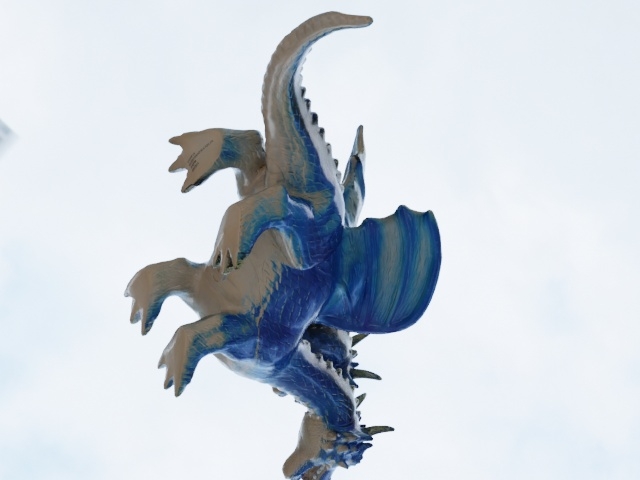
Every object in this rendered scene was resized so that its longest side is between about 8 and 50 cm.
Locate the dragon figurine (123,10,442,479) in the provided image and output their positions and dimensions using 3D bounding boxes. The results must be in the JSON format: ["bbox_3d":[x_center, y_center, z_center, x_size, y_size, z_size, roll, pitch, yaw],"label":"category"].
[{"bbox_3d":[0.000,0.000,0.800,0.144,0.289,0.085,-2,-141,-32],"label":"dragon figurine"}]
